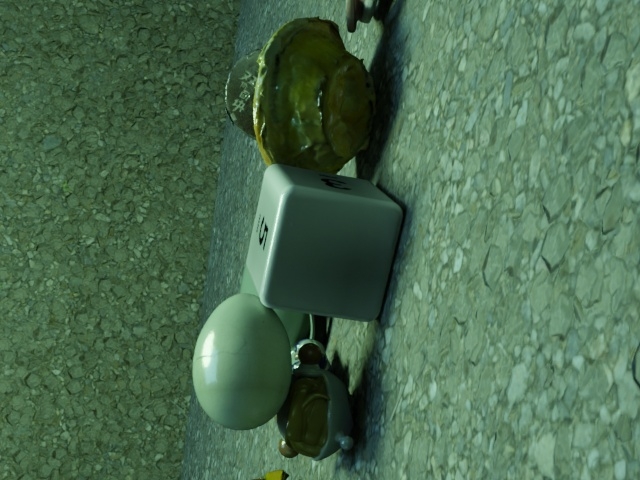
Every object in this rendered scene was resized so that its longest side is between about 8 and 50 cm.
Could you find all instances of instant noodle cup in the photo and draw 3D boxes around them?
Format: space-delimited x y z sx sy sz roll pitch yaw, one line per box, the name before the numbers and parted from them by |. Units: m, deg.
instant noodle cup | -0.113 -0.343 2.149 0.207 0.217 0.218 -108 29 -74

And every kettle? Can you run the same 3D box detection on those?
kettle | -0.062 0.124 1.768 0.221 0.161 0.237 42 129 36

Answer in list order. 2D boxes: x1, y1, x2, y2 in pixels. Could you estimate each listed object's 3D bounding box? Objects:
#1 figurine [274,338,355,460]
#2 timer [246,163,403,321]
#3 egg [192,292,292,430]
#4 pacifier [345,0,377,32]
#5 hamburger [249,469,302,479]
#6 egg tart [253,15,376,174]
figurine | -0.014 0.264 1.532 0.274 0.133 0.194 144 137 -84
timer | 0.000 0.000 1.478 0.195 0.192 0.194 -125 46 -70
egg | -0.118 0.183 1.423 0.151 0.151 0.209 130 142 -64
pacifier | 0.037 -0.528 1.650 0.220 0.273 0.332 -28 53 52
hamburger | -0.090 0.518 1.597 0.261 0.138 0.243 -42 36 52
egg tart | 0.007 -0.232 1.594 0.120 0.315 0.315 5 84 33
